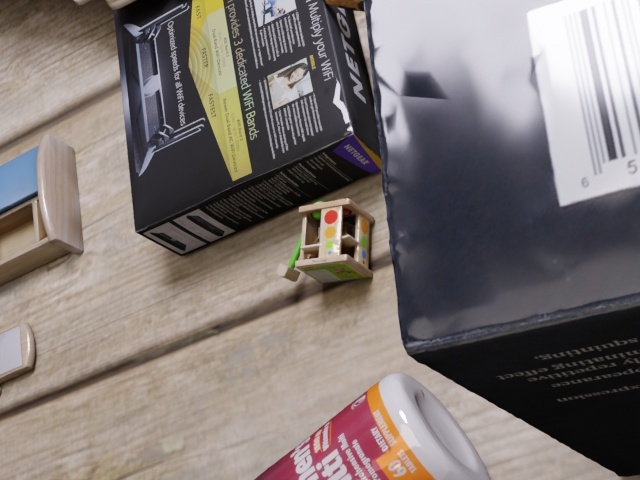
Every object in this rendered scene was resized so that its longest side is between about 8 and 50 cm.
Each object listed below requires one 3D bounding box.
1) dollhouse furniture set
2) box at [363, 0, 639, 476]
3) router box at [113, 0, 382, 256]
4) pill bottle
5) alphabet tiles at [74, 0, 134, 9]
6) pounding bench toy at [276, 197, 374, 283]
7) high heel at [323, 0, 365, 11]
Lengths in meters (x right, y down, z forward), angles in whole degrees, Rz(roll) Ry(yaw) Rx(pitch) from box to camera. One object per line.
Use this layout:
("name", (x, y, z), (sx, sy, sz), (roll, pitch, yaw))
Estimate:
("dollhouse furniture set", (-0.418, -0.016, 1.000), (0.198, 0.303, 0.286), (-24, 61, 22))
("box", (0.244, -0.017, 0.552), (0.293, 0.395, 0.212), (-16, 63, 24))
("router box", (-0.082, -0.170, 0.997), (0.243, 0.081, 0.309), (-22, 62, 22))
("pill bottle", (0.012, 0.212, 0.768), (0.221, 0.121, 0.121), (-40, 56, 11))
("alphabet tiles", (-0.150, -0.361, 1.085), (0.278, 0.021, 0.284), (-18, 41, 26))
("pounding bench toy", (0.000, 0.000, 0.899), (0.083, 0.052, 0.065), (-9, 67, 28))
("high heel", (0.121, -0.173, 0.856), (0.261, 0.093, 0.186), (-4, 74, 18))
